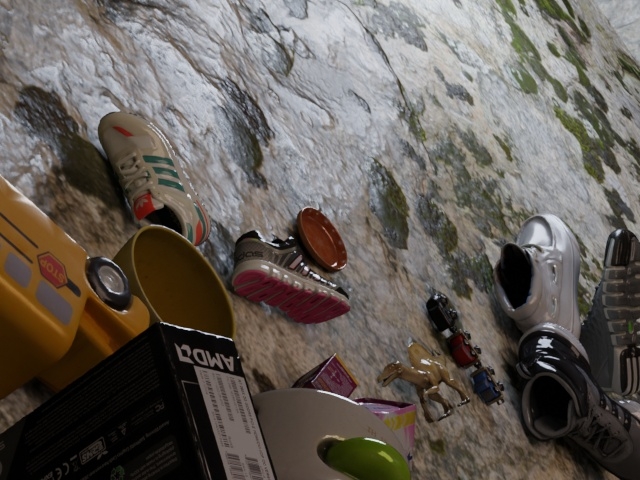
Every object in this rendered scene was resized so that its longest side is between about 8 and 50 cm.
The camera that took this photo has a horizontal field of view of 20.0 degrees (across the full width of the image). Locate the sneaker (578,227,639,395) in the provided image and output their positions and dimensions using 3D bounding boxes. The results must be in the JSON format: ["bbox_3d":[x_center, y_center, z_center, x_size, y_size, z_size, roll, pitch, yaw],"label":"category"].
[{"bbox_3d":[0.374,0.099,2.494,0.086,0.132,0.229,8,81,-46],"label":"sneaker"}]

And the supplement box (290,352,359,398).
[{"bbox_3d":[-0.004,0.158,1.842,0.043,0.055,0.083,53,24,-4],"label":"supplement box"}]

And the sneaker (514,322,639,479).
[{"bbox_3d":[0.339,0.238,2.322,0.268,0.101,0.153,49,26,-2],"label":"sneaker"}]

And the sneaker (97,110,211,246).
[{"bbox_3d":[-0.170,-0.056,1.792,0.161,0.057,0.075,57,19,-6],"label":"sneaker"}]

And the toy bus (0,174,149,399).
[{"bbox_3d":[-0.288,0.012,1.436,0.332,0.108,0.130,44,28,-25],"label":"toy bus"}]

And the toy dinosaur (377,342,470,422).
[{"bbox_3d":[0.132,0.157,2.092,0.093,0.053,0.183,60,25,10],"label":"toy dinosaur"}]

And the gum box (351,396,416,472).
[{"bbox_3d":[0.024,0.218,1.752,0.188,0.062,0.107,-6,101,-63],"label":"gum box"}]

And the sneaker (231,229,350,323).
[{"bbox_3d":[-0.031,0.035,1.927,0.170,0.063,0.075,24,46,-42],"label":"sneaker"}]

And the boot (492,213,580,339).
[{"bbox_3d":[0.292,0.032,2.476,0.123,0.095,0.258,47,27,-36],"label":"boot"}]

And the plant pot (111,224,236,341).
[{"bbox_3d":[-0.155,0.068,1.626,0.134,0.095,0.134,41,29,-29],"label":"plant pot"}]

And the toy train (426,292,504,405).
[{"bbox_3d":[0.178,0.136,2.230,0.158,0.027,0.036,57,28,2],"label":"toy train"}]

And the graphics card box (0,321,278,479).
[{"bbox_3d":[-0.118,0.273,1.284,0.094,0.232,0.371,16,46,-49],"label":"graphics card box"}]

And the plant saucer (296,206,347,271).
[{"bbox_3d":[0.000,0.000,2.086,0.083,0.013,0.083,41,30,-29],"label":"plant saucer"}]

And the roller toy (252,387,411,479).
[{"bbox_3d":[-0.021,0.230,1.566,0.146,0.209,0.191,-80,166,-56],"label":"roller toy"}]
